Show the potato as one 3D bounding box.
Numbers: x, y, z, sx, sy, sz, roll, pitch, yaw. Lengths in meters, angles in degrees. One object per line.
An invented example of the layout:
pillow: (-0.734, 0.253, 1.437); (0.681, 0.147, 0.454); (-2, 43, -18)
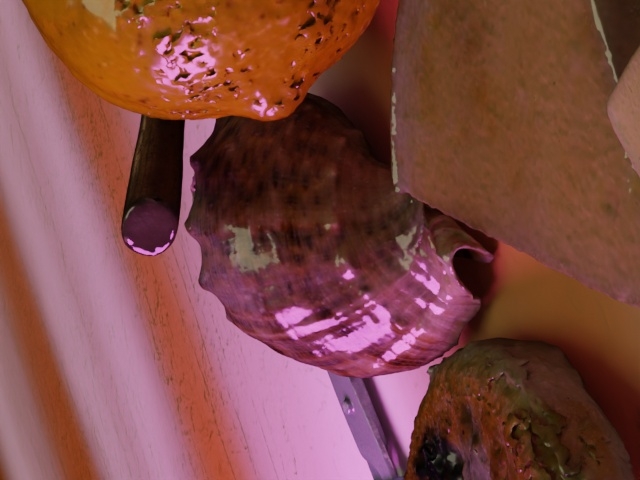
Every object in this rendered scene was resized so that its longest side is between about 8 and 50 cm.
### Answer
potato: (0.143, -0.121, 0.794); (0.269, 0.112, 0.255); (28, 126, 55)

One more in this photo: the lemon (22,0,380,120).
lemon: (-0.088, -0.224, 1.030); (0.258, 0.258, 0.310); (122, 130, -60)

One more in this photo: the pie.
pie: (0.131, 0.216, 1.010); (0.371, 0.078, 0.296); (-134, 47, -67)

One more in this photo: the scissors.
scissors: (0.045, 0.178, 1.303); (0.447, 0.029, 0.192); (68, 155, 7)

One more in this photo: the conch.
conch: (-0.015, 0.000, 1.139); (0.291, 0.159, 0.210); (29, 118, 53)

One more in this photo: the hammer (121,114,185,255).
hammer: (-0.126, -0.125, 1.210); (0.440, 0.044, 0.168); (-94, 5, -59)

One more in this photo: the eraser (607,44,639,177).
eraser: (0.209, -0.081, 0.599); (0.058, 0.172, 0.117); (63, 155, 24)
